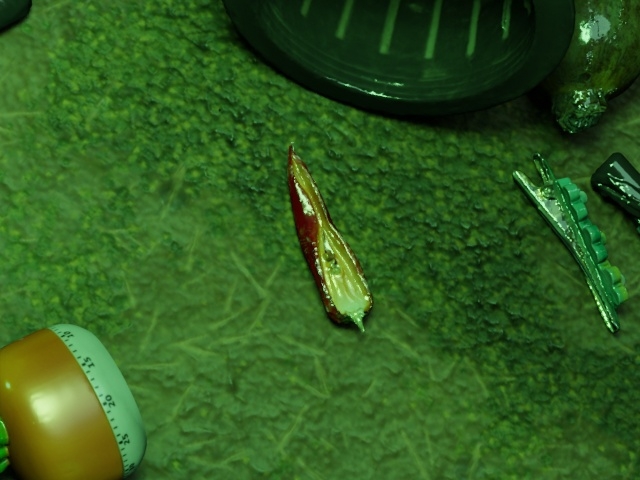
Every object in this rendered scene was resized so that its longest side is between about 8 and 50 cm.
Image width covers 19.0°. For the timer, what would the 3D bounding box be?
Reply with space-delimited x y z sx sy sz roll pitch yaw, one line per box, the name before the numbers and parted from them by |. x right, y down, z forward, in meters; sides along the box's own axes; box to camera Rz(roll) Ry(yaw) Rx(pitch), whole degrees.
timer | -0.205 0.135 1.431 0.136 0.099 0.136 3 64 -5

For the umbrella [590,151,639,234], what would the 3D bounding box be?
umbrella | 0.338 0.020 1.697 0.053 0.052 0.250 -40 87 -27

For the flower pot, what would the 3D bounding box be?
flower pot | 0.093 -0.318 1.617 0.294 0.293 0.330 22 59 -11

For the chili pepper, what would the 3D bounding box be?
chili pepper | 0.000 0.000 1.596 0.045 0.027 0.178 -15 76 -29

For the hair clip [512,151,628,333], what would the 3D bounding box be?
hair clip | 0.228 -0.002 1.671 0.049 0.049 0.173 -23 77 -26

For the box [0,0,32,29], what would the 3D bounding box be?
box | -0.356 -0.240 1.553 0.201 0.042 0.212 -29 82 -29

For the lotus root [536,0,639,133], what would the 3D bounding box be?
lotus root | 0.239 -0.192 1.714 0.120 0.120 0.209 15 64 -14
